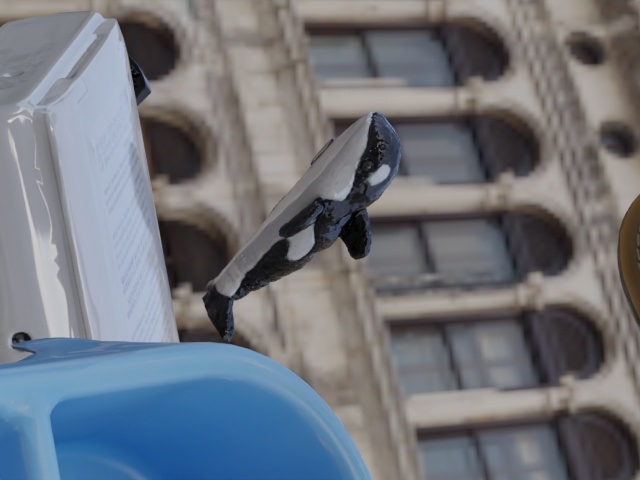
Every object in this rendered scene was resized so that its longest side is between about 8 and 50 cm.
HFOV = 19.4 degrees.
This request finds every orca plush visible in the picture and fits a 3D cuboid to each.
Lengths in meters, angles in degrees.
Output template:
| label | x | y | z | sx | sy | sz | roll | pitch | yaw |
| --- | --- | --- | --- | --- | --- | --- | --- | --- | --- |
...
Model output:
| label | x | y | z | sx | sy | sz | roll | pitch | yaw |
| --- | --- | --- | --- | --- | --- | --- | --- | --- | --- |
| orca plush | 0.000 | 0.000 | 1.885 | 0.287 | 0.102 | 0.151 | -50 | -170 | 13 |

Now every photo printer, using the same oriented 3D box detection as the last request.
| label | x | y | z | sx | sy | sz | roll | pitch | yaw |
| --- | --- | --- | --- | --- | --- | --- | --- | --- | --- |
| photo printer | -0.159 | 0.035 | 1.143 | 0.256 | 0.107 | 0.308 | -80 | 163 | -70 |

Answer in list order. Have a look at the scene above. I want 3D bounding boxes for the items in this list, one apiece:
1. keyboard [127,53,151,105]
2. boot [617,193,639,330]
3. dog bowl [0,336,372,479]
| label | x | y | z | sx | sy | sz | roll | pitch | yaw |
| --- | --- | --- | --- | --- | --- | --- | --- | --- | --- |
| keyboard | -0.267 | -0.123 | 2.050 | 0.192 | 0.038 | 0.100 | -45 | -119 | 4 |
| boot | 0.148 | 0.072 | 0.536 | 0.197 | 0.073 | 0.152 | 45 | -13 | 8 |
| dog bowl | -0.088 | 0.107 | 0.499 | 0.074 | 0.297 | 0.166 | -16 | -98 | 40 |
